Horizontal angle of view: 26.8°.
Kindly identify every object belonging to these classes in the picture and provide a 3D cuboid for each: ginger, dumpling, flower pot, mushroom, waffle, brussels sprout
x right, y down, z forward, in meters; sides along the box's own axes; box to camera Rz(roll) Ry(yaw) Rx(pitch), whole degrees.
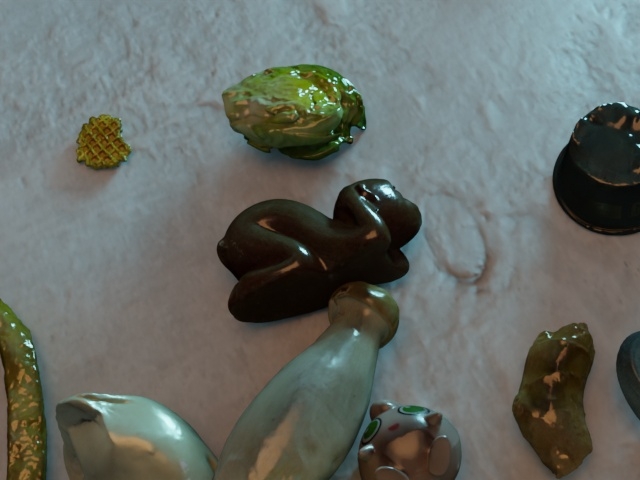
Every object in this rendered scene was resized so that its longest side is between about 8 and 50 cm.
[{"bbox_3d":[0.276,0.184,1.567,0.095,0.069,0.190,6,68,17],"label":"ginger"},{"bbox_3d":[-0.211,0.272,1.575,0.250,0.162,0.132,36,36,0],"label":"dumpling"},{"bbox_3d":[0.367,-0.096,1.661,0.158,0.107,0.157,-3,67,8],"label":"flower pot"},{"bbox_3d":[-0.014,0.193,1.556,0.128,0.128,0.350,22,58,18],"label":"mushroom"},{"bbox_3d":[-0.297,-0.135,1.837,0.078,0.016,0.085,-10,64,5],"label":"waffle"},{"bbox_3d":[-0.034,-0.170,1.768,0.181,0.100,0.139,-5,55,8],"label":"brussels sprout"}]

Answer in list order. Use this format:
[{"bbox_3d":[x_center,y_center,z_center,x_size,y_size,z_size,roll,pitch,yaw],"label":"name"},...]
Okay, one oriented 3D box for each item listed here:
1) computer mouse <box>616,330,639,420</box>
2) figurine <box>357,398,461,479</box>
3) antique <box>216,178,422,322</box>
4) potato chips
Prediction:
[{"bbox_3d":[0.430,0.197,1.539,0.113,0.068,0.229,-39,76,-23],"label":"computer mouse"},{"bbox_3d":[0.100,0.242,1.542,0.125,0.138,0.125,-1,100,-4],"label":"figurine"},{"bbox_3d":[0.000,0.000,1.674,0.257,0.121,0.143,-19,55,8],"label":"antique"},{"bbox_3d":[-0.373,0.246,1.652,0.080,0.057,0.406,-7,65,2],"label":"potato chips"}]
